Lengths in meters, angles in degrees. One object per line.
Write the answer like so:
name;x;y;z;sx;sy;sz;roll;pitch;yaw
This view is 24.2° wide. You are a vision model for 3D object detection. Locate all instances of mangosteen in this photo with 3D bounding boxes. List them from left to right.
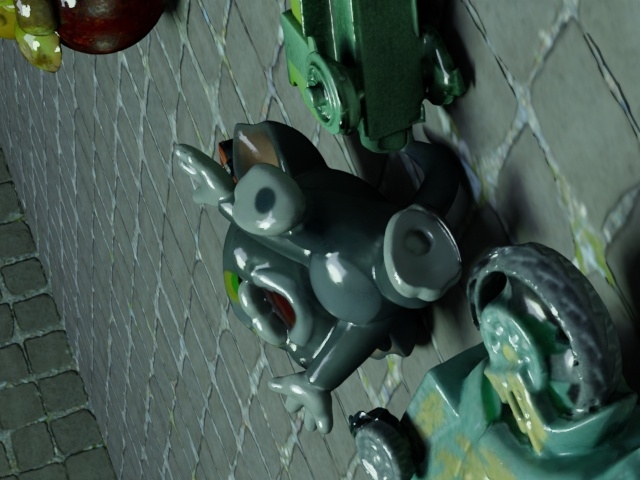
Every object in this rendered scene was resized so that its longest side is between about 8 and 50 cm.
mangosteen;-0.219;-0.227;1.300;0.146;0.181;0.155;3;107;52

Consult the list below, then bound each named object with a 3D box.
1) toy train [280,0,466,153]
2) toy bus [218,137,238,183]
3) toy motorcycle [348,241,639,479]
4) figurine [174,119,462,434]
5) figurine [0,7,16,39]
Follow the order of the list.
toy train;0.016;-0.148;0.790;0.132;0.083;0.200;-125;25;-54
toy bus;-0.052;-0.034;1.198;0.043;0.031;0.110;96;154;-56
toy motorcycle;0.114;0.132;0.729;0.198;0.109;0.296;57;156;19
figurine;0.004;-0.003;0.875;0.193;0.140;0.265;51;150;-2
figurine;-0.342;-0.335;1.616;0.192;0.167;0.256;76;172;-61
